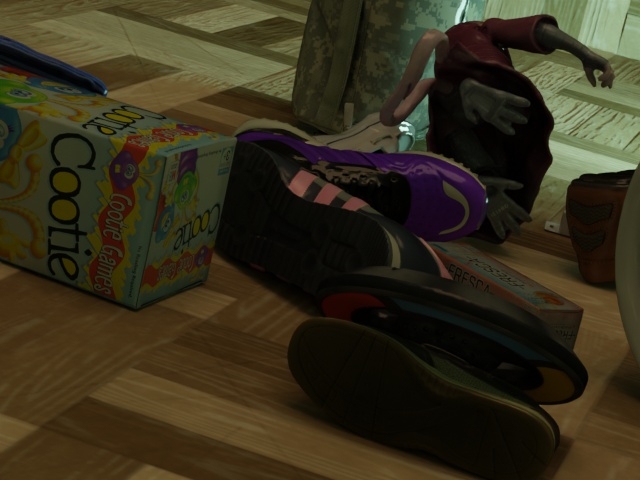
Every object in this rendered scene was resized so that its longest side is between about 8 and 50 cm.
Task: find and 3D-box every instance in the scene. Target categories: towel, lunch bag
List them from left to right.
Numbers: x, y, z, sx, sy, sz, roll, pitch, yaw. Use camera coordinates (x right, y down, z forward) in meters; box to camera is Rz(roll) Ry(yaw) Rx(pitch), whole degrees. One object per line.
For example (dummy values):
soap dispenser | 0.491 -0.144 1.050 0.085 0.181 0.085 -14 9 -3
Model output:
towel | -0.390 -0.238 2.305 0.243 0.040 0.336 23 3 -20
lunch bag | 0.078 -0.273 2.506 0.213 0.305 0.256 16 12 21

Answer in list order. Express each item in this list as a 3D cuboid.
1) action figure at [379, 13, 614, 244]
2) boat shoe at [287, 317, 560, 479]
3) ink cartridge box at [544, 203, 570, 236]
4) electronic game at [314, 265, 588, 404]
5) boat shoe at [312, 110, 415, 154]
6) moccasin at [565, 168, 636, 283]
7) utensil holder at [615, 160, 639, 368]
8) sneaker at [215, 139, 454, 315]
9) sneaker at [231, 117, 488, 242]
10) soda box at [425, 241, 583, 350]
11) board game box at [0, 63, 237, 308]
action figure | 0.170 -0.160 2.234 0.276 0.248 0.370 26 27 -15
boat shoe | 0.082 0.123 1.507 0.224 0.080 0.073 23 11 17
ink cartridge box | 0.310 -0.020 2.295 0.083 0.028 0.048 15 15 6
electronic game | 0.104 0.080 1.557 0.229 0.048 0.229 19 -16 6
boat shoe | 0.052 -0.090 2.265 0.076 0.083 0.226 35 35 26
moccasin | 0.425 -0.015 2.208 0.139 0.147 0.380 7 12 40
utensil holder | 0.512 0.022 1.772 0.385 0.327 0.328 2 19 -44
sneaker | 0.000 0.000 1.862 0.131 0.112 0.319 23 8 -41
sneaker | 0.024 -0.043 2.027 0.293 0.102 0.146 12 20 11
soda box | 0.162 0.059 1.818 0.058 0.063 0.183 2 18 -35
board game box | -0.238 -0.058 1.744 0.275 0.142 0.144 19 16 19
